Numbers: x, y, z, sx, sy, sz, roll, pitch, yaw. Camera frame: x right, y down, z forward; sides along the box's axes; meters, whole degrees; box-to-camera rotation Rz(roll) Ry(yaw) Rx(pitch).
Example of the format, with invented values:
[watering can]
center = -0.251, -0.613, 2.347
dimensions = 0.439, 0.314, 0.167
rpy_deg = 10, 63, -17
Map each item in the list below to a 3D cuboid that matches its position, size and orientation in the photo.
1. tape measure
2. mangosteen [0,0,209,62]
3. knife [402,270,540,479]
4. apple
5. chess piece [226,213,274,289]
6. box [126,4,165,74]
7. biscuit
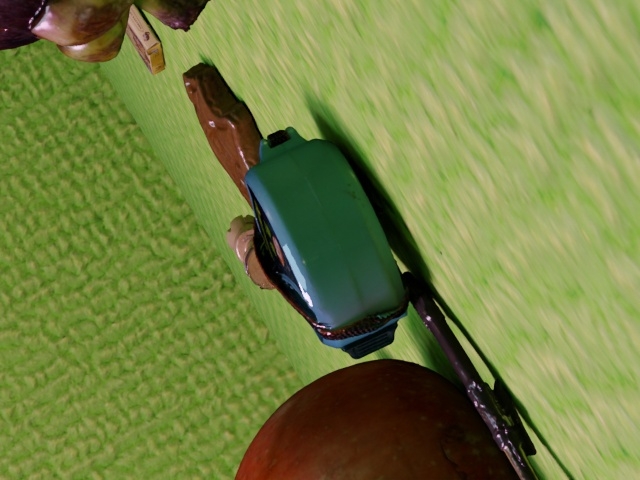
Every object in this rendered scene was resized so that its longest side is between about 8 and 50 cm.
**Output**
[tape measure]
center = 0.000, 0.000, 0.929
dimensions = 0.146, 0.081, 0.125
rpy_deg = -121, 9, -47
[mangosteen]
center = -0.159, -0.193, 0.891
dimensions = 0.217, 0.192, 0.192
rpy_deg = 24, -176, -17
[knife]
center = 0.100, 0.094, 0.886
dimensions = 0.222, 0.021, 0.045
rpy_deg = 59, 175, 35
[apple]
center = 0.053, 0.222, 1.056
dimensions = 0.272, 0.206, 0.251
rpy_deg = 60, 177, -35
[chess piece]
center = -0.073, 0.007, 1.720
dimensions = 0.060, 0.060, 0.172
rpy_deg = 60, 176, -19
[box]
center = -0.205, -0.235, 1.700
dimensions = 0.073, 0.020, 0.149
rpy_deg = 58, 174, 3
[biscuit]
center = -0.073, -0.079, 1.352
dimensions = 0.182, 0.034, 0.215
rpy_deg = 56, 174, 12
